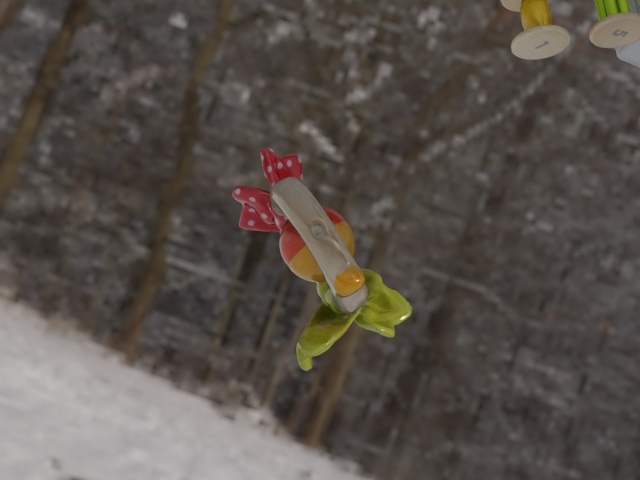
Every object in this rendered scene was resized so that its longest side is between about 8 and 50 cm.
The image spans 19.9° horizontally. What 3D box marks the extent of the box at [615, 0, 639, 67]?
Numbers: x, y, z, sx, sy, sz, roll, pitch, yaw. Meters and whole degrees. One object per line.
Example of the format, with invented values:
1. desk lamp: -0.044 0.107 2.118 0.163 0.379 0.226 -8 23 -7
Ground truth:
1. box: 0.359 -0.236 1.675 0.182 0.181 0.119 19 -45 -25

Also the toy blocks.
1. toy blocks: 0.215 -0.240 1.608 0.123 0.148 0.054 -9 -23 0

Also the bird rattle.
1. bird rattle: 0.000 0.000 2.001 0.143 0.253 0.207 -22 -11 -7
